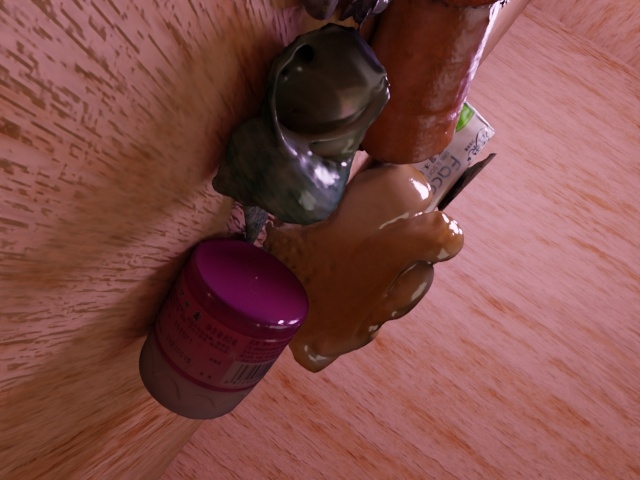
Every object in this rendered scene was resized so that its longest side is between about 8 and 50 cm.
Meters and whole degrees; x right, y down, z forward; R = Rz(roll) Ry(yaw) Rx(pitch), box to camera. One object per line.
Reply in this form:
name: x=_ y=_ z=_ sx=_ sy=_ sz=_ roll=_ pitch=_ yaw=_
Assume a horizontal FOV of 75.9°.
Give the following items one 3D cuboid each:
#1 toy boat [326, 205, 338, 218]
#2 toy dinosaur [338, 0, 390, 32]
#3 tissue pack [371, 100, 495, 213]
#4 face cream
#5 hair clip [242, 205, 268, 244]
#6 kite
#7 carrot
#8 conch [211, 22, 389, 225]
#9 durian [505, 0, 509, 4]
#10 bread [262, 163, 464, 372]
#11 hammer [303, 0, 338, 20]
toy boat: x=-0.008 y=0.000 z=1.024 sx=0.269 sy=0.140 sz=0.141 roll=-39 pitch=176 yaw=11
toy dinosaur: x=0.054 y=-0.252 z=0.408 sx=0.082 sy=0.039 sz=0.209 roll=-51 pitch=-175 yaw=11
tissue pack: x=0.332 y=-0.257 z=1.378 sx=0.404 sy=0.205 sz=0.331 roll=-52 pitch=-165 yaw=11
face cream: x=-0.136 y=0.120 z=0.571 sx=0.194 sy=0.175 sz=0.175 roll=-55 pitch=173 yaw=20
hair clip: x=-0.108 y=-0.022 z=0.622 sx=0.066 sy=0.036 sz=0.229 roll=-56 pitch=176 yaw=-29
kite: x=0.447 y=-0.213 z=1.324 sx=0.314 sy=0.012 sz=0.335 roll=-58 pitch=-170 yaw=-15
carrot: x=0.134 y=-0.259 z=0.594 sx=0.196 sy=0.196 sz=0.254 roll=-49 pitch=161 yaw=-28
conch: x=-0.022 y=-0.105 z=0.423 sx=0.188 sy=0.122 sz=0.176 roll=-54 pitch=153 yaw=-6
durian: x=0.358 y=-0.531 z=0.869 sx=0.208 sy=0.102 sz=0.146 roll=-48 pitch=179 yaw=-6
bread: x=0.043 y=0.056 z=0.744 sx=0.424 sy=0.245 sz=0.329 roll=-45 pitch=154 yaw=26
hammer: x=0.014 y=-0.238 z=0.371 sx=0.083 sy=0.031 sz=0.052 roll=-61 pitch=-177 yaw=-37
